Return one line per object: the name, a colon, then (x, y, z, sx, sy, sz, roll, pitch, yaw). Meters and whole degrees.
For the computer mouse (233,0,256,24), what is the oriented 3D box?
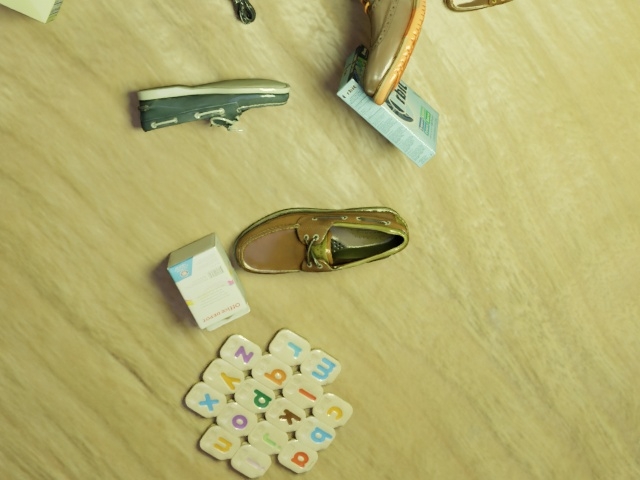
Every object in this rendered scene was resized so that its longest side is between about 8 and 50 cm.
computer mouse: (-0.063, -0.439, 1.635, 0.193, 0.042, 0.106, -25, 103, 8)

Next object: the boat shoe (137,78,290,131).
boat shoe: (-0.174, -0.221, 1.657, 0.254, 0.095, 0.079, -5, 105, -3)

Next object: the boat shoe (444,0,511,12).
boat shoe: (0.294, -0.422, 1.665, 0.178, 0.060, 0.064, -16, 107, -1)

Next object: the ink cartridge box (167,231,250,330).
ink cartridge box: (-0.191, 0.077, 1.744, 0.092, 0.090, 0.143, -25, 108, 2)

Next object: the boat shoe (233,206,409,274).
boat shoe: (0.000, 0.000, 1.734, 0.307, 0.104, 0.110, -13, 107, -2)

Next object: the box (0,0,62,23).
box: (-0.469, -0.490, 1.537, 0.213, 0.117, 0.243, 23, 102, -12)

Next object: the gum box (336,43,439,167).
gum box: (0.115, -0.223, 1.653, 0.184, 0.157, 0.041, 40, 119, -16)

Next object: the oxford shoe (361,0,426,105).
oxford shoe: (0.101, -0.385, 1.582, 0.133, 0.130, 0.363, 14, 72, -3)

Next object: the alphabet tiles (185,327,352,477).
alphabet tiles: (-0.094, 0.302, 1.857, 0.278, 0.021, 0.284, 33, 100, -14)
